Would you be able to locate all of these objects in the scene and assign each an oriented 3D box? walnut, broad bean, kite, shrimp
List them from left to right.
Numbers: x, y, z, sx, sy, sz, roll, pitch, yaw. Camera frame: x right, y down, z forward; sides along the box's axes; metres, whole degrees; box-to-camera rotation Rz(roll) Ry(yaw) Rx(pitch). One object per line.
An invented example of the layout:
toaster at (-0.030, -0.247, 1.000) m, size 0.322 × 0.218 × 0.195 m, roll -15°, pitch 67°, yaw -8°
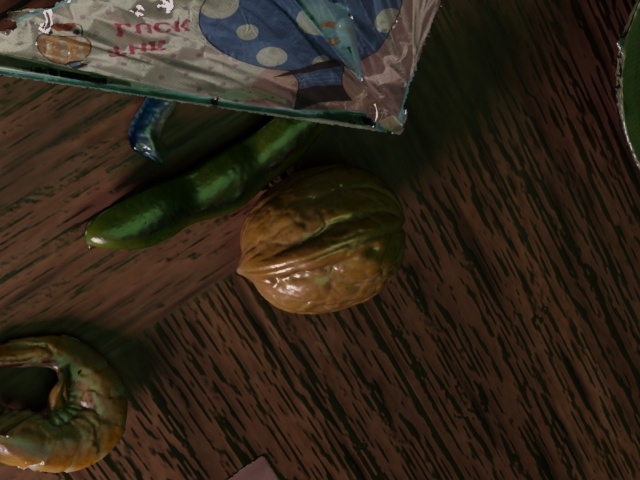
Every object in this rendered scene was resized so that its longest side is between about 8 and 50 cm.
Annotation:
shrimp at (-0.208, 0.109, 1.051) m, size 0.162 × 0.045 × 0.095 m, roll 15°, pitch 103°, yaw -24°
broad bean at (-0.061, -0.055, 1.047) m, size 0.227 × 0.039 × 0.069 m, roll -38°, pitch 140°, yaw -5°
kite at (-0.037, -0.172, 0.911) m, size 0.406 × 0.014 × 0.368 m, roll -23°, pitch 138°, yaw 21°
walnut at (0.000, 0.000, 1.062) m, size 0.124 × 0.105 × 0.105 m, roll -16°, pitch 115°, yaw -6°

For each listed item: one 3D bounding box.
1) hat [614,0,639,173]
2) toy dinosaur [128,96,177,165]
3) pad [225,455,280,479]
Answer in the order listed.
hat at (0.297, -0.134, 1.122) m, size 0.252 × 0.110 × 0.252 m, roll -4°, pitch 103°, yaw -20°
toy dinosaur at (-0.051, -0.216, 0.969) m, size 0.147 × 0.076 × 0.362 m, roll -2°, pitch 117°, yaw -9°
pad at (-0.048, 0.265, 1.199) m, size 0.113 × 0.006 × 0.187 m, roll -34°, pitch 119°, yaw -7°
